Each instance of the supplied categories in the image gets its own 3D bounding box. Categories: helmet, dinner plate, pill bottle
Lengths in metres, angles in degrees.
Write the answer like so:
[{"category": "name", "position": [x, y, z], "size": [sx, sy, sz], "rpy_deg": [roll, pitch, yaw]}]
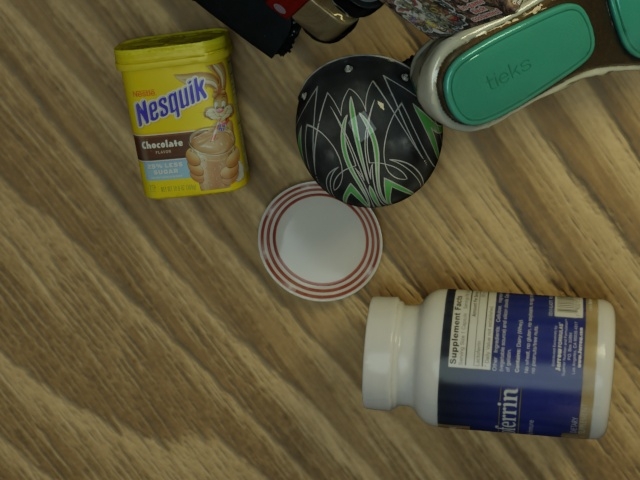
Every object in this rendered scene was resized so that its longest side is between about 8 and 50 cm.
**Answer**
[{"category": "helmet", "position": [0.051, -0.118, 1.663], "size": [0.169, 0.161, 0.169], "rpy_deg": [2, 108, 7]}, {"category": "dinner plate", "position": [0.000, 0.000, 1.786], "size": [0.141, 0.017, 0.141], "rpy_deg": [2, 109, 7]}, {"category": "pill bottle", "position": [0.182, 0.131, 1.730], "size": [0.265, 0.153, 0.153], "rpy_deg": [4, 108, 8]}]

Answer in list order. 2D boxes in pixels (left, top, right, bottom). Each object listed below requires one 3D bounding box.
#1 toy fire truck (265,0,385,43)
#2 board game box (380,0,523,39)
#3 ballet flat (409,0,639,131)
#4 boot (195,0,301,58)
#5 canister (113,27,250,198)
[{"category": "toy fire truck", "position": [-0.006, -0.350, 1.545], "size": [0.246, 0.158, 0.217], "rpy_deg": [38, 70, -10]}, {"category": "board game box", "position": [0.078, -0.365, 1.444], "size": [0.291, 0.141, 0.232], "rpy_deg": [33, 72, -23]}, {"category": "ballet flat", "position": [0.264, -0.224, 1.599], "size": [0.400, 0.139, 0.139], "rpy_deg": [-23, 105, -14]}, {"category": "boot", "position": [-0.066, -0.334, 1.647], "size": [0.207, 0.094, 0.246], "rpy_deg": [28, 108, -3]}, {"category": "canister", "position": [-0.147, -0.137, 1.734], "size": [0.126, 0.073, 0.170], "rpy_deg": [-6, 108, 10]}]
